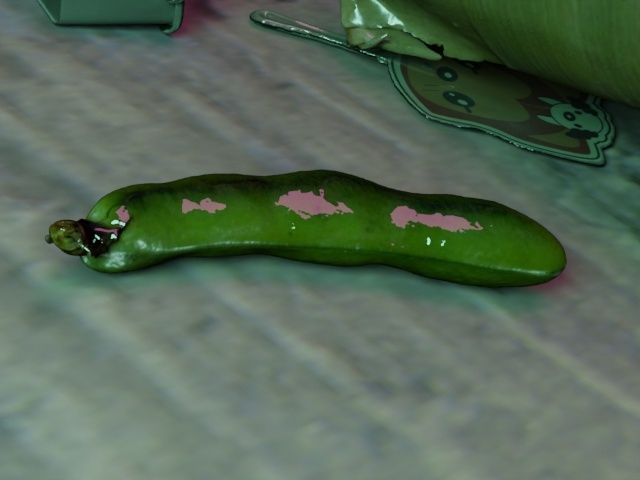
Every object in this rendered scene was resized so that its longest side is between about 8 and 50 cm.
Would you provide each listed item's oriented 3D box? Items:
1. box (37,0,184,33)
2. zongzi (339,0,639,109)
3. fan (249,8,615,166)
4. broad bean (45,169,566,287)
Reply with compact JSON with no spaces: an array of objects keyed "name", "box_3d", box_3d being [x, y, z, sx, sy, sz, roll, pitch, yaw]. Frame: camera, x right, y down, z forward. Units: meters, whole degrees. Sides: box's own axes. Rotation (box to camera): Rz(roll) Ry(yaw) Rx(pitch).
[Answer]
[{"name":"box","box_3d":[-0.122,-0.165,0.724,0.069,0.084,0.122,-9,37,-27]},{"name":"zongzi","box_3d":[0.277,-0.135,0.720,0.418,0.181,0.447,-2,21,-44]},{"name":"fan","box_3d":[0.064,-0.096,0.776,0.220,0.009,0.132,19,28,1]},{"name":"broad bean","box_3d":[-0.003,-0.002,0.550,0.226,0.039,0.069,-1,27,-28]}]
